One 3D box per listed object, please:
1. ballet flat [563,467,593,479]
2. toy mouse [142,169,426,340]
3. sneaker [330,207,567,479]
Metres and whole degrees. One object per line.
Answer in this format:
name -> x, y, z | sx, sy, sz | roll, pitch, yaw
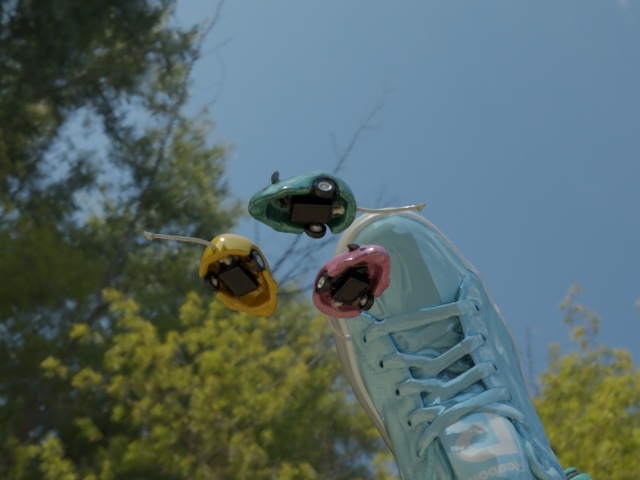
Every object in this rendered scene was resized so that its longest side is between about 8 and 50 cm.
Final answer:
ballet flat -> 0.197, 0.326, 1.240 | 0.247, 0.083, 0.087 | -50, -119, 33
toy mouse -> 0.000, 0.000, 0.749 | 0.143, 0.031, 0.161 | -29, -51, 21
sneaker -> 0.113, 0.139, 0.888 | 0.150, 0.135, 0.366 | 132, -63, -76
